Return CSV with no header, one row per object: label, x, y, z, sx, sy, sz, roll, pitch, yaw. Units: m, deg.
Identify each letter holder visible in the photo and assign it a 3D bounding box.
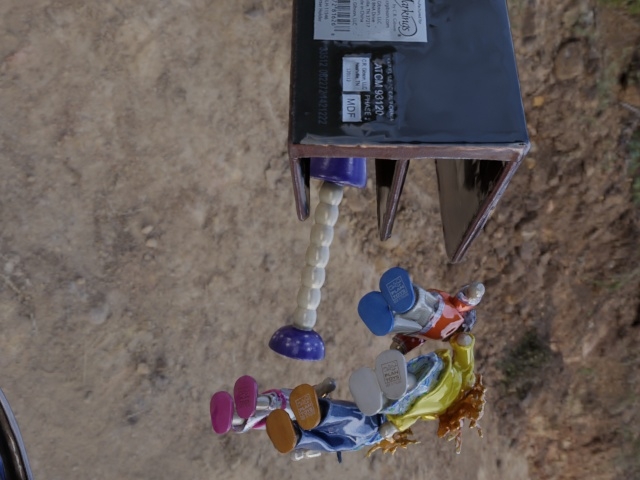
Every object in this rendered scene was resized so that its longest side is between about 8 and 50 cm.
letter holder,0.055,-0.149,0.535,0.214,0.152,0.301,90,0,-65

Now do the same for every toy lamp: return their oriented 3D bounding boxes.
toy lamp,0.000,0.000,0.736,0.080,0.080,0.274,2,103,-67

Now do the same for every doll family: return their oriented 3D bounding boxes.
doll family,0.045,0.139,0.517,0.163,0.263,0.118,22,38,-51

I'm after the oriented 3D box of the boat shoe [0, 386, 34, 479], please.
boat shoe,-0.298,0.267,0.554,0.116,0.097,0.324,-34,110,-72
